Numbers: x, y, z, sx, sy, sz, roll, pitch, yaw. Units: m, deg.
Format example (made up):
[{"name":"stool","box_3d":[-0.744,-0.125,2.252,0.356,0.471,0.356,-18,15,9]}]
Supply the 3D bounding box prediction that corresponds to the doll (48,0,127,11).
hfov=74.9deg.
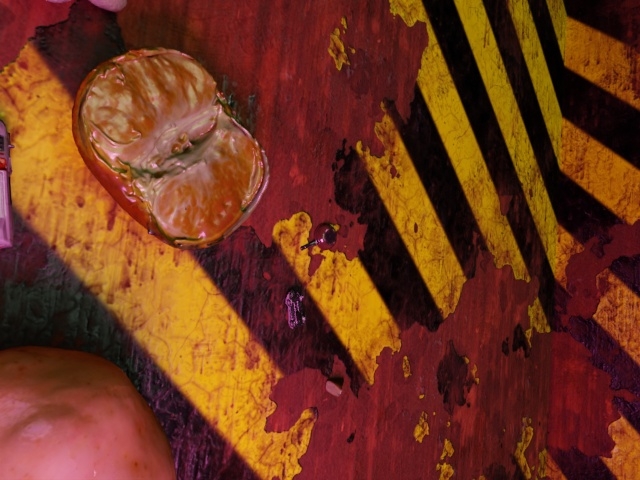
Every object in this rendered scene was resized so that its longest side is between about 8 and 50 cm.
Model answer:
[{"name":"doll","box_3d":[-0.371,-0.477,0.683,0.278,0.150,0.174,-36,122,-47]}]

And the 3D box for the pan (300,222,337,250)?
[{"name":"pan","box_3d":[0.000,0.000,1.028,0.115,0.024,0.068,-29,108,-35]}]

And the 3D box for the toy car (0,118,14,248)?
[{"name":"toy car","box_3d":[-0.487,-0.087,0.592,0.090,0.108,0.209,-2,90,-39]}]

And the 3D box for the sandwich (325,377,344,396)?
[{"name":"sandwich","box_3d":[0.035,0.364,1.042,0.083,0.044,0.030,27,72,-80]}]

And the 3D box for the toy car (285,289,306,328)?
[{"name":"toy car","box_3d":[-0.059,0.160,0.977,0.041,0.025,0.093,-13,101,-39]}]

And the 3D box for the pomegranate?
[{"name":"pomegranate","box_3d":[-0.383,0.341,0.496,0.412,0.412,0.410,1,89,-38]}]

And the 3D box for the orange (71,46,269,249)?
[{"name":"orange","box_3d":[-0.248,-0.150,0.729,0.262,0.196,0.334,-47,113,-13]}]
